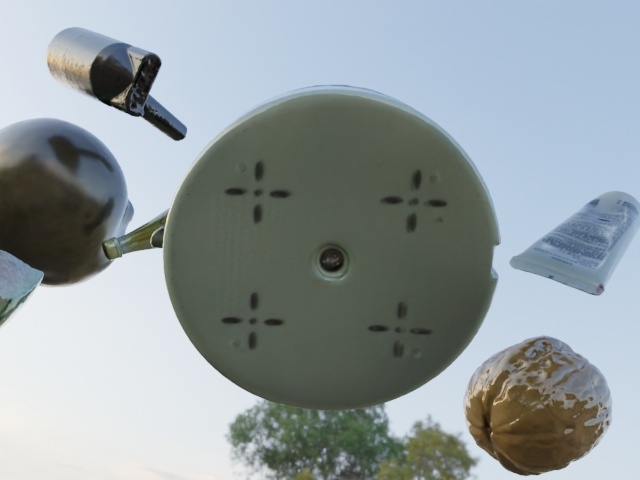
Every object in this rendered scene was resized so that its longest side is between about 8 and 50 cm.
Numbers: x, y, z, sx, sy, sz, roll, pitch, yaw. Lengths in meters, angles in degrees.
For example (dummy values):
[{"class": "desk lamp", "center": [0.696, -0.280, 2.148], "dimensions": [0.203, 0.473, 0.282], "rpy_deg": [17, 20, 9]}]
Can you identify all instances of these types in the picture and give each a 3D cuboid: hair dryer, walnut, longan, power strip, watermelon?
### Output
[{"class": "hair dryer", "center": [-0.322, -0.259, 1.192], "dimensions": [0.244, 0.116, 0.302], "rpy_deg": [29, -4, 37]}, {"class": "walnut", "center": [0.317, 0.238, 0.942], "dimensions": [0.214, 0.213, 0.213], "rpy_deg": [11, -31, 7]}, {"class": "longan", "center": [-0.543, -0.069, 1.294], "dimensions": [0.361, 0.360, 0.361], "rpy_deg": [11, -31, 7]}, {"class": "power strip", "center": [0.000, 0.000, 0.701], "dimensions": [0.358, 0.161, 0.357], "rpy_deg": [0, -75, 0]}, {"class": "watermelon", "center": [-0.385, 0.044, 0.717], "dimensions": [0.158, 0.098, 0.121], "rpy_deg": [43, -1, 15]}]

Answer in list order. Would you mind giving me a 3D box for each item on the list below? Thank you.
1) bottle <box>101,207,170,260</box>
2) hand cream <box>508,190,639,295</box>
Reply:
[{"class": "bottle", "center": [-0.283, -0.023, 1.237], "dimensions": [0.083, 0.270, 0.083], "rpy_deg": [36, -42, 41]}, {"class": "hand cream", "center": [0.405, -0.001, 0.958], "dimensions": [0.124, 0.341, 0.077], "rpy_deg": [23, -56, 32]}]
